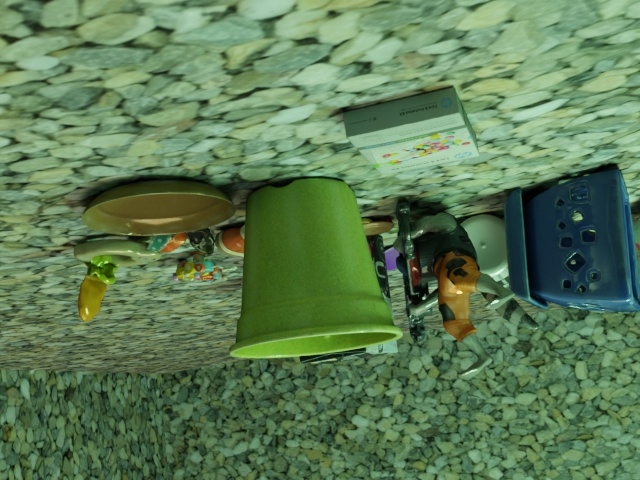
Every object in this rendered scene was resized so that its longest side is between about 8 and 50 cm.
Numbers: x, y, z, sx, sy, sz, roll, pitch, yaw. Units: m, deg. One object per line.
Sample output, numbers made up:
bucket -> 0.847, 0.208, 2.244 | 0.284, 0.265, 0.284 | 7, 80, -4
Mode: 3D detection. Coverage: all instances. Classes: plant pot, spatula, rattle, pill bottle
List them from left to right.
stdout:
rattle -> -0.344, 0.059, 1.504 | 0.199, 0.143, 0.130 | -2, 149, 6
plant pot -> -0.250, -0.052, 1.297 | 0.236, 0.032, 0.236 | -6, 166, -1
plant pot -> -0.019, 0.045, 1.336 | 0.276, 0.254, 0.276 | -6, 166, -1
spatula -> 0.089, 0.057, 1.924 | 0.296, 0.030, 0.084 | -14, 151, 36
pill bottle -> 0.358, 0.031, 1.737 | 0.130, 0.131, 0.245 | -11, 166, 18
plant pot -> 0.458, 0.014, 1.518 | 0.212, 0.236, 0.236 | -6, 169, 24

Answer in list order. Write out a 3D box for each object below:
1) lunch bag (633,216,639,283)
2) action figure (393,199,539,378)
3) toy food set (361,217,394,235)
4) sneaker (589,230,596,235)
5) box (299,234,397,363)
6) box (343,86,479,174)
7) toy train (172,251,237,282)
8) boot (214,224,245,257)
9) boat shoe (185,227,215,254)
lunch bag -> 0.781, -0.015, 1.707 | 0.262, 0.160, 0.223 | -17, 164, -5
action figure -> 0.244, 0.085, 1.532 | 0.178, 0.330, 0.341 | -17, 137, -7
toy food set -> 0.100, -0.027, 1.601 | 0.083, 0.020, 0.082 | -6, 167, -4
sneaker -> 0.536, 0.012, 1.862 | 0.170, 0.075, 0.063 | -10, 166, 12
box -> 0.047, 0.116, 1.686 | 0.163, 0.247, 0.142 | -14, 167, 30
box -> 0.125, -0.139, 1.101 | 0.145, 0.038, 0.186 | -10, 167, 16
toy train -> -0.240, 0.054, 1.733 | 0.125, 0.046, 0.166 | -2, 169, -24
boot -> -0.110, 0.003, 1.552 | 0.084, 0.059, 0.158 | -25, 157, 40
boat shoe -> -0.218, -0.002, 1.508 | 0.046, 0.038, 0.125 | -7, 167, 2
